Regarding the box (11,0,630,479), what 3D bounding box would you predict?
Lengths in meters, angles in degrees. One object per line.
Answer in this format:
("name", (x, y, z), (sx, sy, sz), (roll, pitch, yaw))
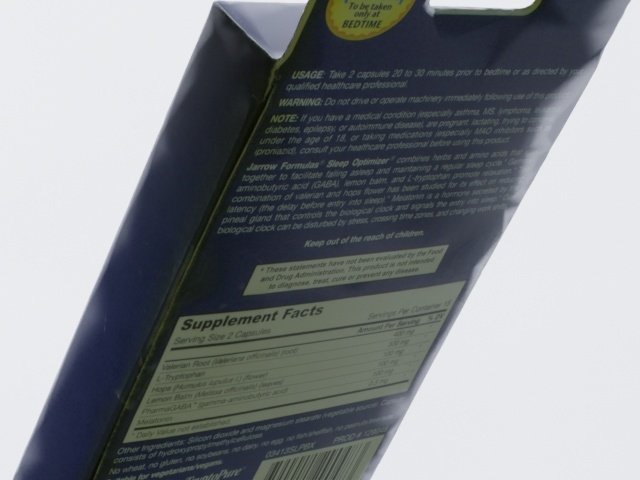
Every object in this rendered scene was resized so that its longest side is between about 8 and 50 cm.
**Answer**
("box", (0.000, 0.000, 0.566), (0.136, 0.036, 0.225), (-5, -48, -45))
